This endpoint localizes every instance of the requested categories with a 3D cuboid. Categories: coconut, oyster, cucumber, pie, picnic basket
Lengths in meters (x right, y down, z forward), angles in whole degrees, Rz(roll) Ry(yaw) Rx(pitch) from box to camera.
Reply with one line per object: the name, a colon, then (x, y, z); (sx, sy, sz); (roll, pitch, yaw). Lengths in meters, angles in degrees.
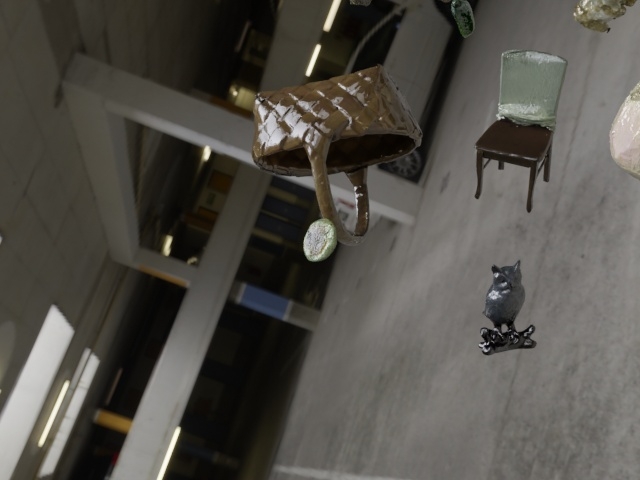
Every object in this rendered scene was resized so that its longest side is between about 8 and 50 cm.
coconut: (0.557, -0.170, 1.192); (0.194, 0.194, 0.194); (-159, 90, -84)
oyster: (0.396, -0.351, 0.955); (0.106, 0.061, 0.200); (-78, 6, -56)
cucumber: (0.290, -0.458, 1.512); (0.039, 0.039, 0.168); (-69, -22, -3)
pie: (0.000, 0.000, 1.307); (0.085, 0.017, 0.085); (-28, 52, 43)
picnic basket: (0.039, -0.145, 1.470); (0.337, 0.337, 0.293); (-69, -21, 1)

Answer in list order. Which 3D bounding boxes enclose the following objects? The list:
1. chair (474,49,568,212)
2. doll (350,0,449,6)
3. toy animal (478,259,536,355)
chair: (0.457, -0.249, 1.708); (0.186, 0.160, 0.319); (-48, -36, -39)
doll: (0.088, -0.399, 0.908); (0.091, 0.203, 0.286); (-12, 52, 60)
toy animal: (0.377, 0.122, 1.512); (0.117, 0.121, 0.210); (-102, 8, -66)
